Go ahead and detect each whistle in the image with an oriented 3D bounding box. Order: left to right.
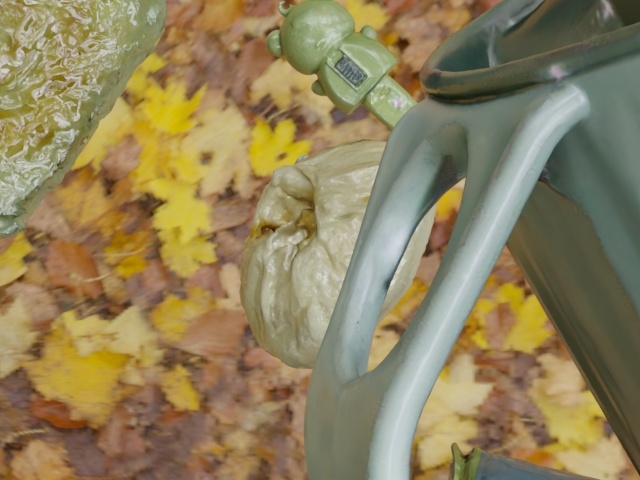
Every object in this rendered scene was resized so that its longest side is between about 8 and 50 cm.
[{"bbox_3d":[0.037,-0.203,1.728,0.227,0.085,0.105,42,101,0],"label":"whistle"}]

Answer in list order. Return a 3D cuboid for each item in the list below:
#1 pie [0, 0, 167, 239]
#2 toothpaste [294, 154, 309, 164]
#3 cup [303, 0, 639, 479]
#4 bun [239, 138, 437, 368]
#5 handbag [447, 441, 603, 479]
[{"bbox_3d":[-0.340,-0.222,1.344,0.418,0.180,0.395,42,82,9],"label":"pie"},{"bbox_3d":[-0.019,-0.067,1.467,0.019,0.083,0.027,40,72,4],"label":"toothpaste"},{"bbox_3d":[0.211,0.038,0.589,0.400,0.310,0.392,-23,101,13],"label":"cup"},{"bbox_3d":[0.000,0.000,1.257,0.127,0.222,0.222,34,75,-15],"label":"bun"},{"bbox_3d":[0.209,0.324,1.261,0.241,0.263,0.222,7,39,10],"label":"handbag"}]
